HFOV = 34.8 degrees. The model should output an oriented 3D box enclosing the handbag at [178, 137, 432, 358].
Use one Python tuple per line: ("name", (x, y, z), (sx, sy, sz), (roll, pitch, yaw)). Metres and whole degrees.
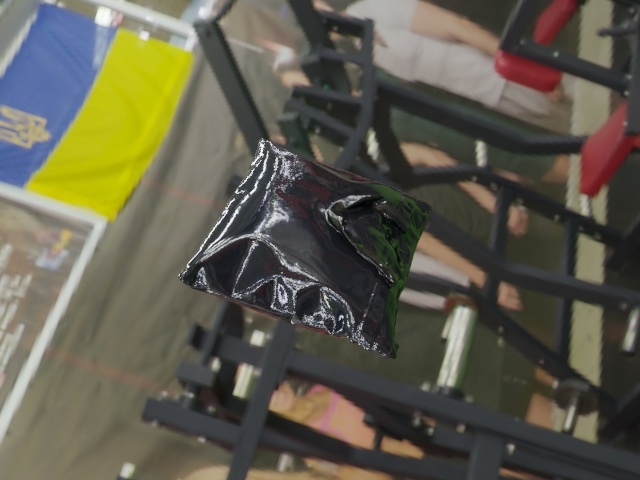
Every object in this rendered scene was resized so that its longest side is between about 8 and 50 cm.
("handbag", (0.000, 0.000, 1.016), (0.254, 0.211, 0.089), (-67, -2, -52))
